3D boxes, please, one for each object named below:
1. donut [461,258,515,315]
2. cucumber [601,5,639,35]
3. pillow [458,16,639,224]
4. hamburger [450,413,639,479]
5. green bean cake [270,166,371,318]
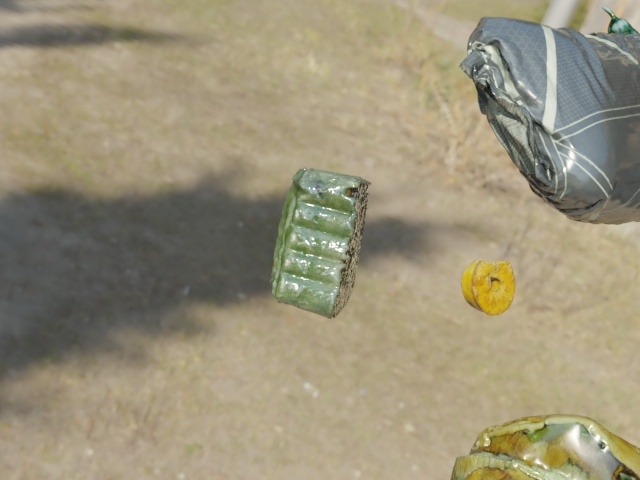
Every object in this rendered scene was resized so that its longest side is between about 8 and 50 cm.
[{"bbox_3d":[0.278,0.077,2.251,0.108,0.097,0.043,11,-7,-40],"label":"donut"},{"bbox_3d":[0.418,-0.193,1.724,0.056,0.056,0.250,-3,66,-50],"label":"cucumber"},{"bbox_3d":[0.217,-0.092,0.992,0.335,0.092,0.161,-8,69,-51],"label":"pillow"},{"bbox_3d":[0.340,0.336,1.906,0.285,0.134,0.265,38,-29,-28],"label":"hamburger"},{"bbox_3d":[0.000,0.000,1.715,0.094,0.181,0.173,12,5,7],"label":"green bean cake"}]
